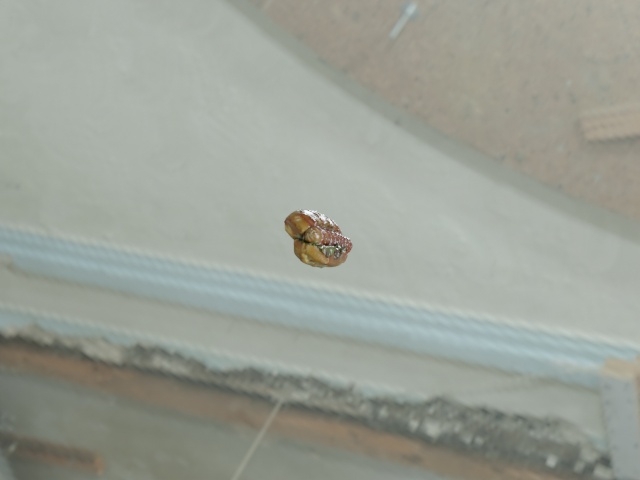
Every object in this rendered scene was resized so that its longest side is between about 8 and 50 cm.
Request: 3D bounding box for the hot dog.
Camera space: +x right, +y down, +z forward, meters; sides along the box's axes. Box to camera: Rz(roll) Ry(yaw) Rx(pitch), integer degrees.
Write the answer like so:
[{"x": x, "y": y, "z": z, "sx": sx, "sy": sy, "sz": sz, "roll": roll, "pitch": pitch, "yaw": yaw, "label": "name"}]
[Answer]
[{"x": 0.002, "y": -0.001, "z": 1.531, "sx": 0.038, "sy": 0.144, "sz": 0.062, "roll": -28, "pitch": -101, "yaw": 11, "label": "hot dog"}]
